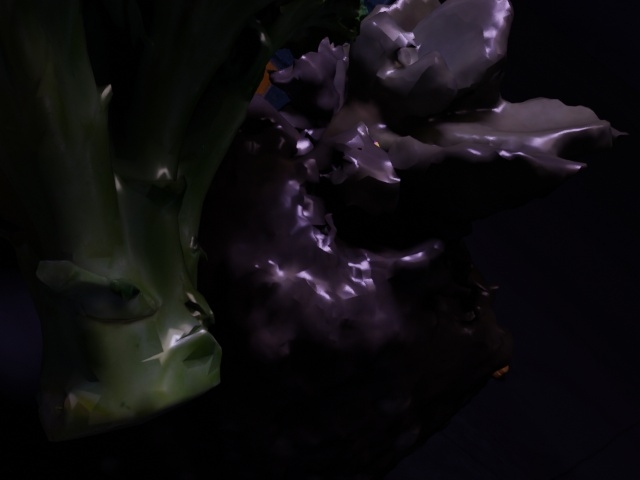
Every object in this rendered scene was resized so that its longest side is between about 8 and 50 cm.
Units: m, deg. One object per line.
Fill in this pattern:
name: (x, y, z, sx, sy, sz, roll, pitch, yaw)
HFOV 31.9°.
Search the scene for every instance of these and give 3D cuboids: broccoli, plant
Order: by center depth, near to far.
broccoli: (-0.097, -0.059, 0.441, 0.269, 0.254, 0.269, -13, 90, -71)
plant: (0.000, 0.000, 0.606, 0.213, 0.312, 0.215, 4, 39, -44)

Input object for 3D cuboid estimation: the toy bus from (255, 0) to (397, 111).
toy bus: (-0.011, -0.226, 1.067, 0.167, 0.275, 0.138, 35, 23, 1)

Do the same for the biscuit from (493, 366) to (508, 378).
biscuit: (0.122, 0.083, 0.965, 0.092, 0.016, 0.082, 19, 28, -32)
